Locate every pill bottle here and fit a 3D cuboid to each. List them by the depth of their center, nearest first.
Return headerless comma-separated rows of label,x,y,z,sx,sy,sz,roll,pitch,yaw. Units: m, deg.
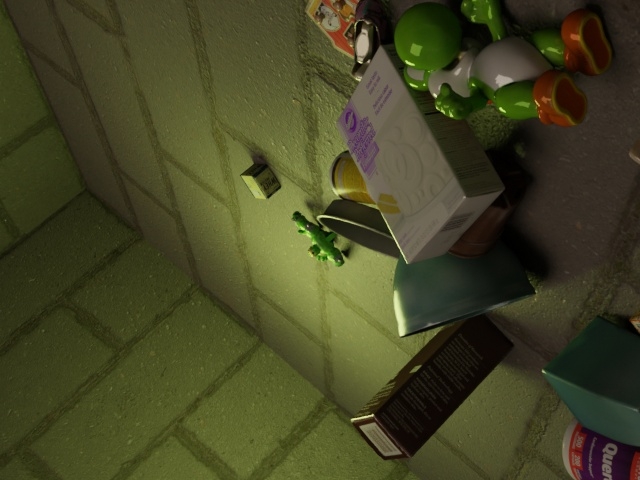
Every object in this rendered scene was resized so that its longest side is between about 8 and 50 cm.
pill bottle,0.674,0.460,1.834,0.323,0.181,0.182,8,136,58
pill bottle,0.121,-0.137,1.930,0.208,0.119,0.119,12,140,57

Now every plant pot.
plant pot,0.575,0.279,1.652,0.166,0.165,0.234,51,171,-20
plant pot,0.296,-0.077,1.669,0.167,0.167,0.165,43,151,10
plant pot,0.272,0.065,1.832,0.293,0.293,0.196,136,117,-69

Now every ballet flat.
ballet flat,0.089,-0.348,1.650,0.076,0.079,0.222,17,146,18

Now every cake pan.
cake pan,0.134,-0.020,2.048,0.293,0.054,0.293,22,173,3

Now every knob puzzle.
knob puzzle,0.051,-0.412,1.709,0.213,0.030,0.213,39,157,20

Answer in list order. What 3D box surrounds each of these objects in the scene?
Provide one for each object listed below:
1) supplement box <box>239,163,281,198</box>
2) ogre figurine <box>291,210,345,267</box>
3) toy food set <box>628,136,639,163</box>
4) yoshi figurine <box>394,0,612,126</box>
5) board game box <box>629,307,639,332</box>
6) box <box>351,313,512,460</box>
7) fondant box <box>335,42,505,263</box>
supplement box,-0.170,-0.167,2.514,0.083,0.056,0.083,11,138,57
ogre figurine,0.000,0.000,2.445,0.118,0.096,0.197,-153,39,-80
toy food set,0.539,-0.154,1.148,0.219,0.092,0.306,39,157,22
yoshi figurine,0.242,-0.286,1.362,0.362,0.203,0.203,17,118,50
board game box,0.660,0.177,1.554,0.147,0.045,0.193,51,159,-8
box,0.267,0.348,2.135,0.143,0.381,0.191,49,158,2
fondant box,0.170,-0.158,1.611,0.330,0.096,0.238,65,149,21
